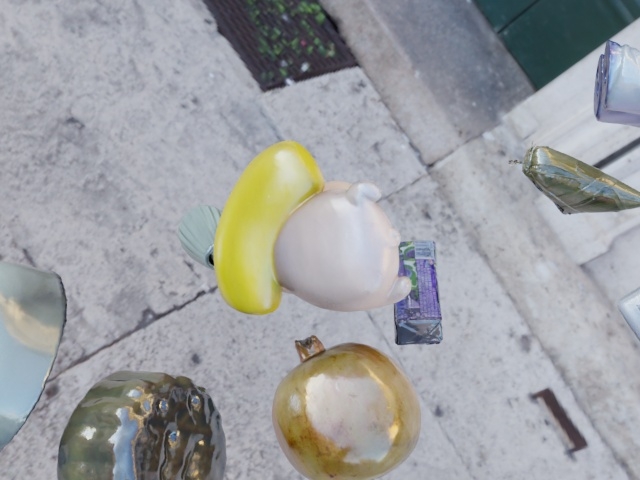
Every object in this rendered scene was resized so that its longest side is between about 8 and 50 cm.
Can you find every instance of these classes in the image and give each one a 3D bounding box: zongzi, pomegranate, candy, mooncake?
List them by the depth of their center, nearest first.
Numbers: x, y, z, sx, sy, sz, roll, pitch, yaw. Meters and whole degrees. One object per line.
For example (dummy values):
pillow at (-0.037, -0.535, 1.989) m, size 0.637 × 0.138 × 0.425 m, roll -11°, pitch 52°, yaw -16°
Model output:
zongzi at (0.434, -0.107, 1.291) m, size 0.189 × 0.178 × 0.081 m, roll 33°, pitch 75°, yaw -34°
mooncake at (-0.289, 0.359, 1.308) m, size 0.290 × 0.161 × 0.290 m, roll 13°, pitch 74°, yaw -58°
pomegranate at (0.035, 0.282, 1.331) m, size 0.229 × 0.252 × 0.270 m, roll 60°, pitch 6°, yaw -74°
candy at (0.186, 0.093, 1.506) m, size 0.312 × 0.088 × 0.061 m, roll -79°, pitch 165°, yaw -61°

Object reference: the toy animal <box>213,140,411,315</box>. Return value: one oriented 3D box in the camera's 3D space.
toy animal at (0.002, -0.022, 1.297) m, size 0.247 × 0.345 × 0.277 m, roll -1°, pitch 86°, yaw -59°

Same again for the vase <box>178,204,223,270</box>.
vase at (-0.250, 0.001, 1.765) m, size 0.128 × 0.128 × 0.248 m, roll 30°, pitch 6°, yaw -24°

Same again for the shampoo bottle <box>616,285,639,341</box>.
shampoo bottle at (0.460, 0.047, 0.885) m, size 0.086 × 0.227 × 0.056 m, roll 55°, pitch 19°, yaw 4°

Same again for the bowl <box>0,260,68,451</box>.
bowl at (-0.607, 0.180, 1.323) m, size 0.185 × 0.354 × 0.354 m, roll 30°, pitch 46°, yaw -38°

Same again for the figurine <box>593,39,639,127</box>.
figurine at (0.350, -0.106, 0.576) m, size 0.274 × 0.194 × 0.133 m, roll 7°, pitch 84°, yaw -10°
